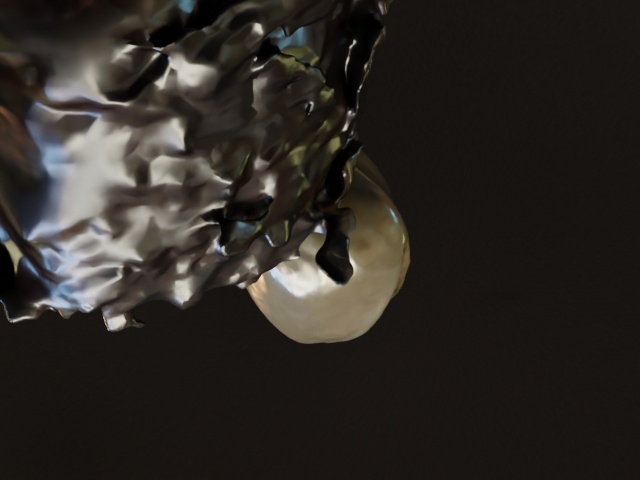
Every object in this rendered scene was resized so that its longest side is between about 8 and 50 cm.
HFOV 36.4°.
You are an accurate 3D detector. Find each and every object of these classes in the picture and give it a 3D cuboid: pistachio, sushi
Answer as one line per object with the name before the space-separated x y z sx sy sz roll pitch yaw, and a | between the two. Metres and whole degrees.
pistachio | 0.000 0.000 0.828 0.153 0.237 0.137 29 -119 20
sushi | -0.110 -0.129 0.578 0.300 0.294 0.281 -11 -131 -16
